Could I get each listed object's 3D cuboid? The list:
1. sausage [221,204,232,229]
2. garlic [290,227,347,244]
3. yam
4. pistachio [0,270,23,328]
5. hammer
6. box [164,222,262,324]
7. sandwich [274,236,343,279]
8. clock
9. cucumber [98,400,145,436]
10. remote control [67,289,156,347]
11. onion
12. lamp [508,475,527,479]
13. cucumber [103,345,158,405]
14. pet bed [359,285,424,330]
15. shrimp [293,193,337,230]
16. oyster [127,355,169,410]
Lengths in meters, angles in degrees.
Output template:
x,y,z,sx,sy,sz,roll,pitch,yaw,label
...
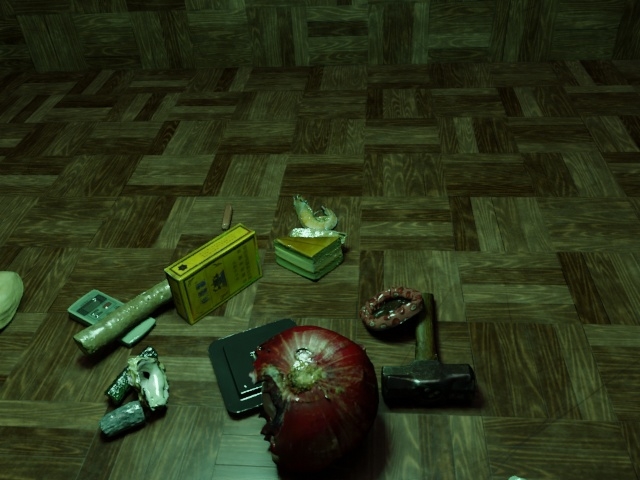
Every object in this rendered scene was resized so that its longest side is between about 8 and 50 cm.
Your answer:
x,y,z,sx,sy,sz,roll,pitch,yaw,label
-0.355,-0.089,2.233,0.035,0.030,0.147,-4,38,1,sausage
-0.008,0.004,2.029,0.195,0.101,0.087,4,69,-2,garlic
-0.573,0.224,1.775,0.081,0.081,0.356,25,43,32,yam
-1.031,0.188,1.858,0.157,0.157,0.229,0,33,5,pistachio
0.295,0.282,1.666,0.242,0.095,0.409,1,36,6,hammer
-0.330,0.102,1.860,0.084,0.193,0.301,28,48,35,box
-0.042,0.034,1.984,0.187,0.117,0.144,23,43,32,sandwich
-0.160,0.345,1.656,0.273,0.049,0.279,-16,40,-16,clock
-0.515,0.465,1.525,0.112,0.064,0.064,-21,42,-21,cucumber
-0.653,0.241,1.837,0.285,0.038,0.123,20,44,27,remote control
-0.016,0.361,1.410,0.341,0.341,0.341,-2,38,2,onion
0.413,0.597,1.255,0.106,0.106,0.193,17,34,25,lamp
-0.529,0.373,1.647,0.058,0.058,0.187,14,41,21,cucumber
0.209,0.202,1.749,0.201,0.053,0.201,-24,17,8,pet bed
-0.028,-0.106,2.218,0.143,0.052,0.251,-9,45,-23,shrimp
-0.465,0.385,1.592,0.081,0.163,0.191,-34,-5,13,oyster
